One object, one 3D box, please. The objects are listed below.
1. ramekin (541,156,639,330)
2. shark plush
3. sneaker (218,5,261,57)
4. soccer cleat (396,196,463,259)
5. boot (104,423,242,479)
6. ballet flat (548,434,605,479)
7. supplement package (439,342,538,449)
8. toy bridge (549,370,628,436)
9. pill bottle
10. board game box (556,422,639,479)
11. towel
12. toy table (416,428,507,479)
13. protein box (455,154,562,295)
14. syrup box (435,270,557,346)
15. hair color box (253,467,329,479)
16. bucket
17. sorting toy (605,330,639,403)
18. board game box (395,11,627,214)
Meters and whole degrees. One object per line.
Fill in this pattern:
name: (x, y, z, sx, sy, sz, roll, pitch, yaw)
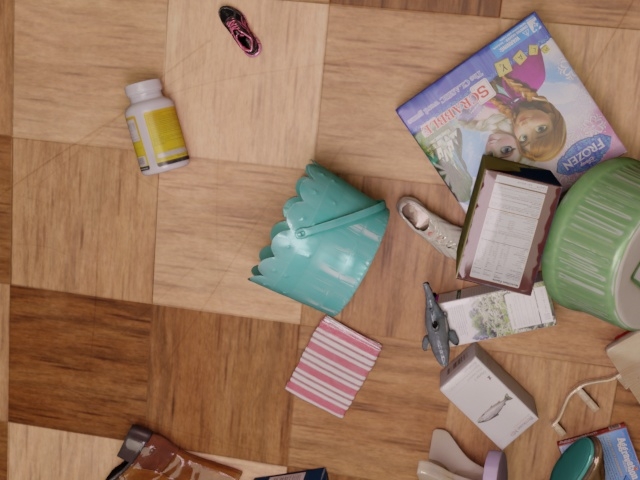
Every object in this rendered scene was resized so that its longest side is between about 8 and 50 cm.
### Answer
ramekin: (0.559, 0.014, 1.511, 0.303, 0.148, 0.303, -15, 119, -29)
shark plush: (0.230, 0.159, 1.622, 0.073, 0.067, 0.161, 0, 102, 11)
sneaker: (-0.163, -0.418, 1.671, 0.047, 0.057, 0.119, -37, 92, 16)
soccer cleat: (0.232, -0.017, 1.678, 0.196, 0.076, 0.068, 36, 105, 0)
boot: (-0.348, 0.576, 1.906, 0.280, 0.096, 0.264, 26, 97, -4)
ballet flat: (0.506, 0.536, 1.716, 0.124, 0.116, 0.342, 25, 116, -8)
supplement package: (0.341, 0.314, 1.713, 0.179, 0.105, 0.105, 44, 104, -2)
toy bridge: (0.545, 0.322, 1.723, 0.188, 0.026, 0.063, -42, 91, 14)
pill bottle: (-0.338, -0.231, 1.713, 0.103, 0.103, 0.184, -12, 99, 11)
board game box: (0.610, 0.528, 1.754, 0.145, 0.027, 0.281, -20, 98, 14)
towel: (0.027, 0.272, 1.798, 0.144, 0.029, 0.197, 28, 107, 3)
toy table: (0.288, 0.517, 1.707, 0.161, 0.252, 0.274, 4, 135, 18)
protein box: (0.336, -0.033, 1.527, 0.136, 0.200, 0.201, 14, 105, 6)
syrup box: (0.342, 0.139, 1.681, 0.237, 0.096, 0.093, -14, 98, 14)
hair color box: (-0.037, 0.691, 1.852, 0.174, 0.105, 0.347, -12, 100, 12)
bucket: (0.000, 0.000, 1.625, 0.183, 0.281, 0.281, 27, 104, -6)
sorting toy: (0.731, 0.241, 1.644, 0.257, 0.089, 0.255, -33, 95, 13)
board game box: (0.363, -0.214, 1.621, 0.318, 0.066, 0.318, -35, 95, 15)
